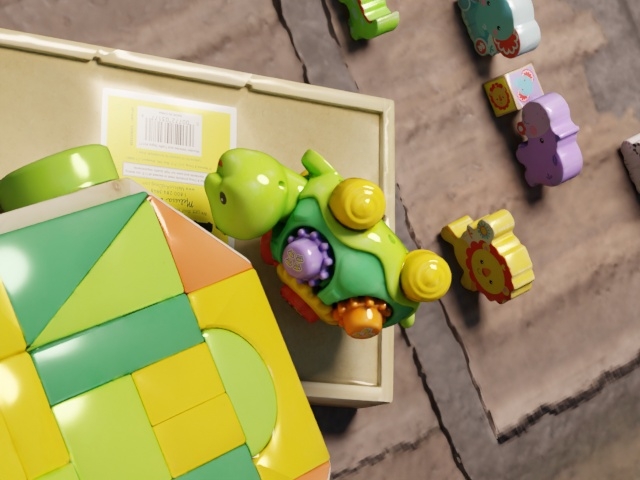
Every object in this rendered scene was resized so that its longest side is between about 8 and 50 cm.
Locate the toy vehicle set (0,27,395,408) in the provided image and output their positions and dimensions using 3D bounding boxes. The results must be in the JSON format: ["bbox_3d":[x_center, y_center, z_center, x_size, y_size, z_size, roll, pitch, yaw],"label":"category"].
[{"bbox_3d":[-0.082,-0.008,0.882,0.266,0.035,0.166,8,77,-30],"label":"toy vehicle set"}]

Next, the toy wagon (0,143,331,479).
[{"bbox_3d":[-0.130,0.108,0.725,0.344,0.068,0.267,-21,88,-50],"label":"toy wagon"}]

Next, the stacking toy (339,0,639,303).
[{"bbox_3d":[0.117,-0.095,1.008,0.167,0.052,0.221,-26,95,-32],"label":"stacking toy"}]

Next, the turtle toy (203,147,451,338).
[{"bbox_3d":[0.000,0.000,0.863,0.066,0.095,0.130,-45,105,-7],"label":"turtle toy"}]
